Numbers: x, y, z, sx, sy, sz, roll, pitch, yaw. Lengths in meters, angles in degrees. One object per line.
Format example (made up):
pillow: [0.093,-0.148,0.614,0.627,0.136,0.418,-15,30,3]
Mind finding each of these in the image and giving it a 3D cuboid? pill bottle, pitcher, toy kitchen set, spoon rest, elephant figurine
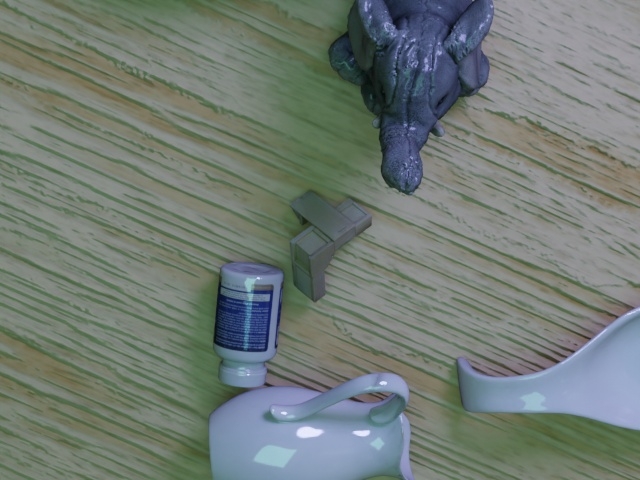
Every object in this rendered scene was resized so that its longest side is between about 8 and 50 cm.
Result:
pill bottle: [-0.075,0.086,1.677,0.067,0.067,0.120,6,101,0]
pitcher: [-0.009,0.193,1.651,0.207,0.125,0.177,-5,140,0]
toy kitchen set: [0.000,0.000,1.681,0.083,0.075,0.068,-36,57,-24]
spoon rest: [0.280,0.139,1.670,0.276,0.084,0.137,-9,101,4]
elephant figurine: [0.095,-0.174,1.533,0.169,0.239,0.186,-31,99,7]
